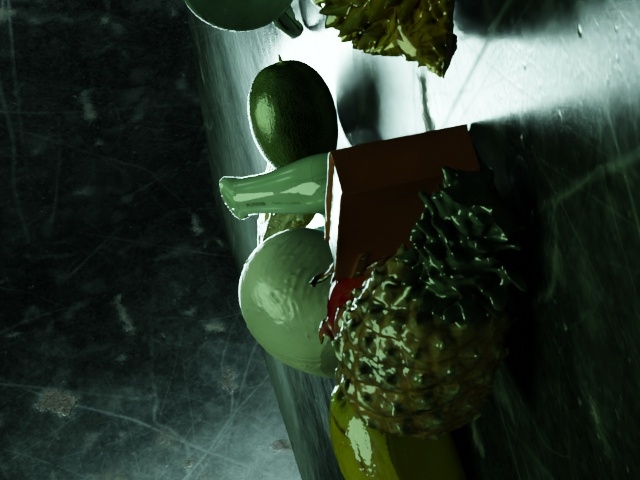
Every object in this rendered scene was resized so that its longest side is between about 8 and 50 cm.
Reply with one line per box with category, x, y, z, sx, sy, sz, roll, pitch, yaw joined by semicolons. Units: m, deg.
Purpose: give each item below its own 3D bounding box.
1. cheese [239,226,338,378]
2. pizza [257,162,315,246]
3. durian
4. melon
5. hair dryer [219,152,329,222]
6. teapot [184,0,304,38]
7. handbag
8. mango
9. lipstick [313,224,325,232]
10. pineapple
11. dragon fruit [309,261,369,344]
cheese;-0.009;0.077;1.941;0.189;0.154;0.198;38;156;14
pizza;-0.036;-0.094;2.335;0.204;0.080;0.188;-98;23;-53
durian;0.035;-0.248;1.369;0.341;0.112;0.191;-120;16;-72
melon;-0.034;-0.159;2.023;0.114;0.114;0.167;-122;19;-67
hair dryer;0.000;0.000;2.018;0.206;0.075;0.237;-10;121;42
teapot;-0.102;-0.362;2.090;0.239;0.162;0.149;48;-170;-17
handbag;0.070;-0.030;1.439;0.190;0.127;0.063;95;162;-66
mango;0.093;0.259;1.766;0.262;0.130;0.167;68;164;0
lipstick;0.045;0.113;2.107;0.068;0.061;0.274;129;128;-78
pineapple;0.099;0.039;1.328;0.279;0.157;0.158;103;155;-45
dragon fruit;0.067;0.066;1.665;0.133;0.136;0.166;18;97;46
